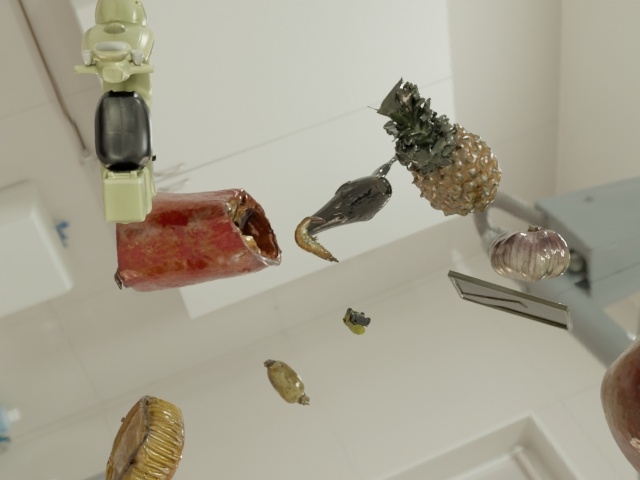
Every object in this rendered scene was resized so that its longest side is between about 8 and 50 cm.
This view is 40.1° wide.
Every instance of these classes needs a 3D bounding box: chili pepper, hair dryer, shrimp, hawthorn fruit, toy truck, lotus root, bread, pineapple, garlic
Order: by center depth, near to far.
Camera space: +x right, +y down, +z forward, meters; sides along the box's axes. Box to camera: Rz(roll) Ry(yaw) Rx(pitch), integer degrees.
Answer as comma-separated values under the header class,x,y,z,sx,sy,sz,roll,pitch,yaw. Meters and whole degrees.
class,x,y,z,sx,sy,sz,roll,pitch,yaw
pineapple,0.201,-0.170,1.578,0.340,0.169,0.169,38,18,-49
garlic,0.382,0.022,1.601,0.159,0.147,0.102,-2,92,-61
bread,-0.330,0.401,1.679,0.104,0.199,0.199,28,6,-21
chili pepper,-0.256,-0.021,1.778,0.251,0.306,0.229,56,25,-63
hawthorn fruit,0.807,0.362,1.942,0.403,0.403,0.402,159,-90,-80
shrimp,0.000,0.000,1.993,0.127,0.091,0.025,40,-23,-14
lotus root,-0.077,0.337,2.064,0.152,0.063,0.072,48,22,-9
toy truck,0.095,0.217,2.362,0.054,0.049,0.083,-68,-159,6
hair dryer,0.120,-0.142,2.431,0.304,0.359,0.120,-31,-80,42

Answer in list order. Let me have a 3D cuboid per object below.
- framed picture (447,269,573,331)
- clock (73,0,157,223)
class,x,y,z,sx,sy,sz,roll,pitch,yaw
framed picture,0.406,0.133,1.867,0.260,0.023,0.189,17,-12,24
clock,-0.325,-0.237,1.456,0.276,0.120,0.378,-108,-165,-69
